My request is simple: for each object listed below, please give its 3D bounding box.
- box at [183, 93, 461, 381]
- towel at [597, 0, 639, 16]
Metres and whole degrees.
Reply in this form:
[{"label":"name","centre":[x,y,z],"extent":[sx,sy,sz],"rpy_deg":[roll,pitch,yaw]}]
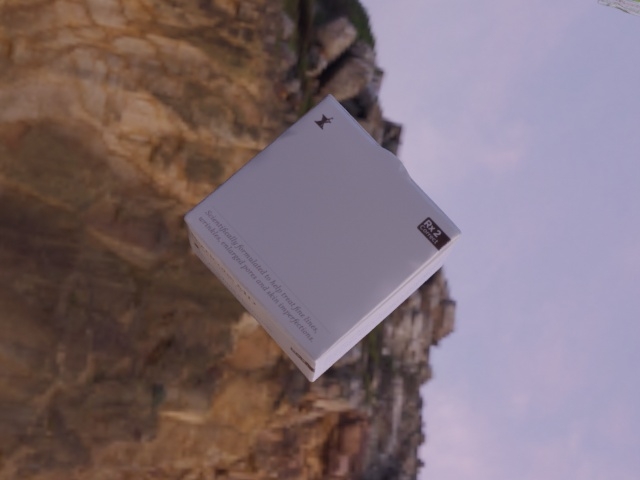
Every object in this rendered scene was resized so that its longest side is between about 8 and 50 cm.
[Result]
[{"label":"box","centre":[0.000,0.000,1.084],"extent":[0.181,0.182,0.119],"rpy_deg":[47,-13,10]},{"label":"towel","centre":[0.253,-0.166,0.836],"extent":[0.152,0.113,0.023],"rpy_deg":[-41,150,-77]}]
